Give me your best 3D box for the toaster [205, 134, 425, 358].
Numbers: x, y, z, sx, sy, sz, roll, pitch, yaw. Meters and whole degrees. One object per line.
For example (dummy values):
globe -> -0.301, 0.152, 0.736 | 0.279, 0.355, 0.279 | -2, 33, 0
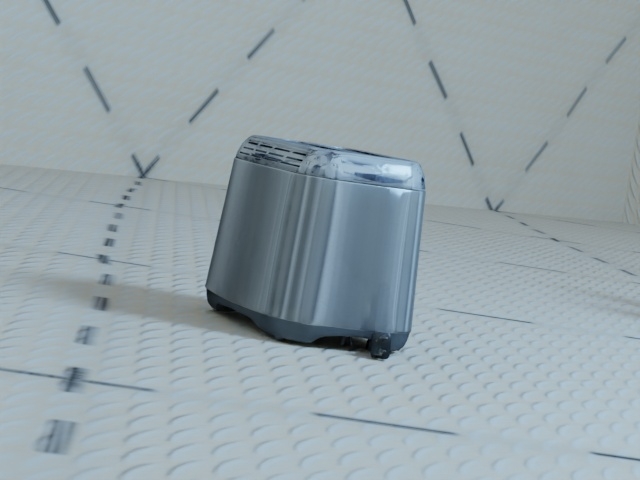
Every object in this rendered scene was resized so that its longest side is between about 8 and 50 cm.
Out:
toaster -> 0.000, 0.000, 1.525 | 0.129, 0.146, 0.227 | 6, 5, -23
